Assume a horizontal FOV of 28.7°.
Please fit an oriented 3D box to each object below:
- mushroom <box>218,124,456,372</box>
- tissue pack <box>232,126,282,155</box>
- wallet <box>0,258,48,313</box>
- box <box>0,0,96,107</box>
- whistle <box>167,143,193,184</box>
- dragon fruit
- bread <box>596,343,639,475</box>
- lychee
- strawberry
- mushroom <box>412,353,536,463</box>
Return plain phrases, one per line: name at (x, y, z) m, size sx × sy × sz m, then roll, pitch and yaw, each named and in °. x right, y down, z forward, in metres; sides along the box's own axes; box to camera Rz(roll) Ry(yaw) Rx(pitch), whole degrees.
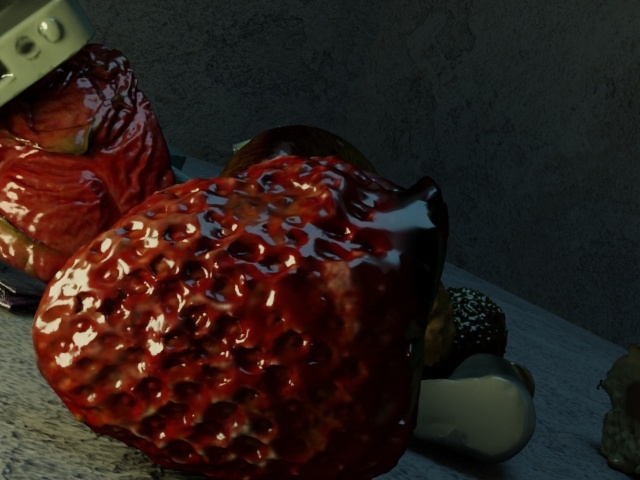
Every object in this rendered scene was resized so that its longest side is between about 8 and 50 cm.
mushroom at (-0.010, 0.022, 1.497) m, size 0.345 × 0.239 × 0.345 m, roll 58°, pitch 4°, yaw -7°
tissue pack at (0.000, 0.000, 1.778) m, size 0.103 × 0.315 × 0.228 m, roll -21°, pitch -7°, yaw 16°
wallet at (-0.361, 0.037, 1.351) m, size 0.166 × 0.030 × 0.111 m, roll 26°, pitch 2°, yaw 23°
box at (-0.469, -0.197, 1.535) m, size 0.090 × 0.367 × 0.373 m, roll 55°, pitch -10°, yaw -24°
whistle at (-0.308, -0.081, 1.931) m, size 0.188 × 0.168 × 0.405 m, roll 21°, pitch 6°, yaw -21°
dragon fruit at (-0.335, -0.095, 1.548) m, size 0.302 × 0.330 × 0.240 m, roll 16°, pitch -14°, yaw -32°
bread at (0.474, 0.245, 1.802) m, size 0.211 × 0.183 × 0.224 m, roll 25°, pitch 4°, yaw 35°
lychee at (0.181, 0.144, 1.808) m, size 0.171 × 0.171 × 0.171 m, roll 22°, pitch 6°, yaw -2°
strawberry at (-0.054, 0.069, 1.065) m, size 0.310 × 0.291 × 0.292 m, roll 6°, pitch 3°, yaw 9°
mushroom at (0.188, 0.192, 1.530) m, size 0.159 × 0.122 × 0.329 m, roll 32°, pitch 7°, yaw 10°
